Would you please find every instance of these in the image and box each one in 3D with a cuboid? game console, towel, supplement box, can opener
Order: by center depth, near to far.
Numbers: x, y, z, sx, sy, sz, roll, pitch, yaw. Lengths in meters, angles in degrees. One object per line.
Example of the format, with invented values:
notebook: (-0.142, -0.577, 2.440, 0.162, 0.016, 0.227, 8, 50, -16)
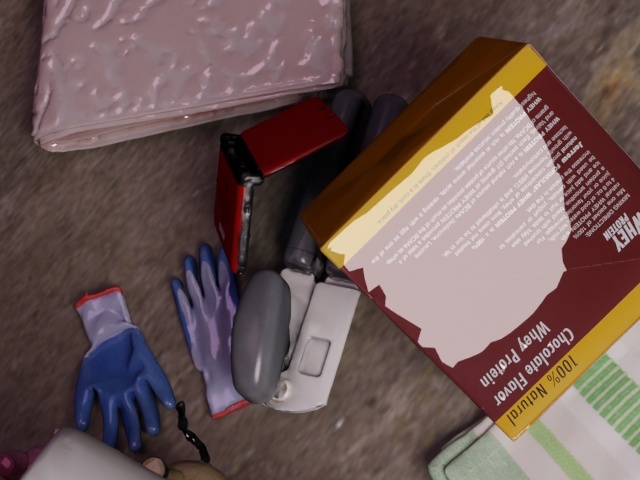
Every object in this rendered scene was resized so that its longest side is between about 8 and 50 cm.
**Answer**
towel: (0.255, 0.122, 0.883, 0.325, 0.038, 0.248, -45, 47, 1)
supplement box: (0.124, -0.006, 0.907, 0.191, 0.129, 0.194, -45, 103, 3)
can opener: (0.000, 0.000, 1.033, 0.076, 0.095, 0.283, 10, 73, 24)
game console: (-0.036, -0.048, 1.056, 0.085, 0.144, 0.124, 3, 107, -11)
towel: (-0.120, -0.257, 1.216, 0.317, 0.053, 0.332, -7, 67, 19)

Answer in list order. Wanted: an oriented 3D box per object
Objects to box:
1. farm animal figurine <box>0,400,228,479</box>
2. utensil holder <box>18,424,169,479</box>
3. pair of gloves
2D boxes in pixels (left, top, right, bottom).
farm animal figurine: (-0.199, 0.319, 0.958, 0.330, 0.172, 0.327, -17, 76, 7)
utensil holder: (-0.059, 0.326, 0.703, 0.385, 0.327, 0.328, 33, 83, -3)
pair of gloves: (-0.128, 0.090, 1.093, 0.198, 0.023, 0.159, -23, 62, 13)
